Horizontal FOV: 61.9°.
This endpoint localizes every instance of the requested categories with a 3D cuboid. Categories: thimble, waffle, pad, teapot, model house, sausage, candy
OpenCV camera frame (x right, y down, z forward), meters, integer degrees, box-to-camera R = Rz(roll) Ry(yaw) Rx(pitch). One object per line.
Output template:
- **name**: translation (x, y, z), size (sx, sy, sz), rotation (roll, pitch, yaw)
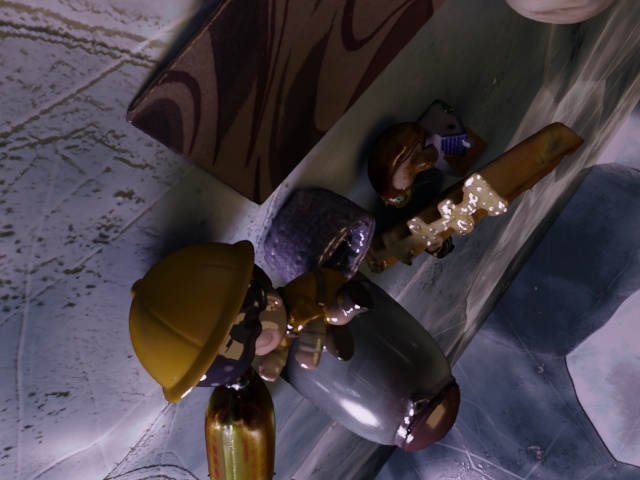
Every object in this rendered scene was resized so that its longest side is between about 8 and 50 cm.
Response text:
- **thimble**: translation (-0.001, 0.002, 0.756), size (0.150, 0.098, 0.150), rotation (-39, 149, -29)
- **waffle**: translation (0.258, -0.070, 0.947), size (0.304, 0.077, 0.348), rotation (-32, 178, -38)
- **pad**: translation (-0.013, -0.192, 0.539), size (0.330, 0.004, 0.220), rotation (-47, 146, 7)
- **teapot**: translation (0.101, 0.230, 0.937), size (0.233, 0.312, 0.315), rotation (-50, 152, -5)
- **model house**: translation (0.226, -0.174, 0.910), size (0.087, 0.100, 0.100), rotation (-47, 151, -14)
- **sausage**: translation (-0.135, 0.307, 0.867), size (0.125, 0.117, 0.317), rotation (-50, 154, -42)
- **candy**: translation (0.166, -0.099, 0.969), size (0.201, 0.061, 0.060), rotation (-21, 138, -58)

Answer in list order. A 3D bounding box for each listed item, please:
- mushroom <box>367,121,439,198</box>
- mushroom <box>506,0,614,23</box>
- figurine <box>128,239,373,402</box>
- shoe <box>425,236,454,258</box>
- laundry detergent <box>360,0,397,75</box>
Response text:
- **mushroom**: translation (0.123, -0.121, 0.823), size (0.127, 0.087, 0.127), rotation (-39, 146, -33)
- **mushroom**: translation (0.411, -0.404, 0.695), size (0.314, 0.336, 0.314), rotation (-41, 160, -18)
- **figurine**: translation (-0.085, 0.083, 0.611), size (0.257, 0.167, 0.192), rotation (-1, 146, -35)
- **shoe**: translation (0.266, -0.002, 1.197), size (0.179, 0.071, 0.049), rotation (-8, 127, -62)
- **laundry detergent**: translation (0.061, -0.271, 0.592), size (0.097, 0.061, 0.206), rotation (-40, 150, -31)
